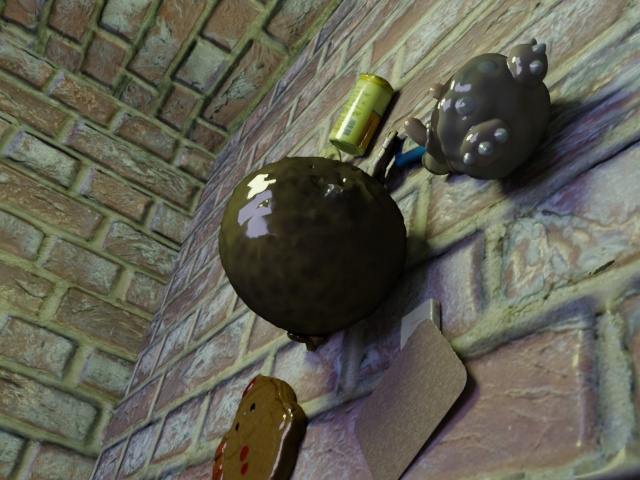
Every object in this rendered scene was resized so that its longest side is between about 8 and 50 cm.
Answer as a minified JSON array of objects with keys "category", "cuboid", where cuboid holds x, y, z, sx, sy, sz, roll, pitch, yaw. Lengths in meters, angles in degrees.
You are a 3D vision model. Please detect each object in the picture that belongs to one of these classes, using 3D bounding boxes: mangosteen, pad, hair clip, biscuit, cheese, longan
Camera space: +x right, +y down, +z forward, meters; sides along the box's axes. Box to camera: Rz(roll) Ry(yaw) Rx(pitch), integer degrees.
[{"category":"mangosteen","cuboid":[-0.033,0.190,1.481,0.137,0.137,0.151,-166,70,-69]},{"category":"pad","cuboid":[0.143,0.275,1.048,0.266,0.002,0.176,-60,27,18]},{"category":"hair clip","cuboid":[0.160,-0.192,1.558,0.146,0.056,0.187,10,-81,-75]},{"category":"biscuit","cuboid":[-0.157,0.476,1.470,0.359,0.074,0.381,-51,26,19]},{"category":"cheese","cuboid":[0.017,-0.221,1.939,0.227,0.064,0.137,-168,91,-81]},{"category":"longan","cuboid":[-0.016,0.002,1.290,0.391,0.391,0.391,-49,24,30]}]

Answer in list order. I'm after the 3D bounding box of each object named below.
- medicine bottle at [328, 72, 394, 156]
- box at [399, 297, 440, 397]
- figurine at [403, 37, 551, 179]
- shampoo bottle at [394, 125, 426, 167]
[{"category":"medicine bottle","cuboid":[0.125,-0.373,1.829,0.238,0.124,0.124,-62,20,-4]},{"category":"box","cuboid":[0.176,0.190,1.104,0.090,0.024,0.167,-44,27,41]},{"category":"figurine","cuboid":[0.284,-0.213,1.167,0.248,0.203,0.380,-57,8,-9]},{"category":"shampoo bottle","cuboid":[0.246,-0.232,1.454,0.183,0.050,0.087,-20,42,61]}]
